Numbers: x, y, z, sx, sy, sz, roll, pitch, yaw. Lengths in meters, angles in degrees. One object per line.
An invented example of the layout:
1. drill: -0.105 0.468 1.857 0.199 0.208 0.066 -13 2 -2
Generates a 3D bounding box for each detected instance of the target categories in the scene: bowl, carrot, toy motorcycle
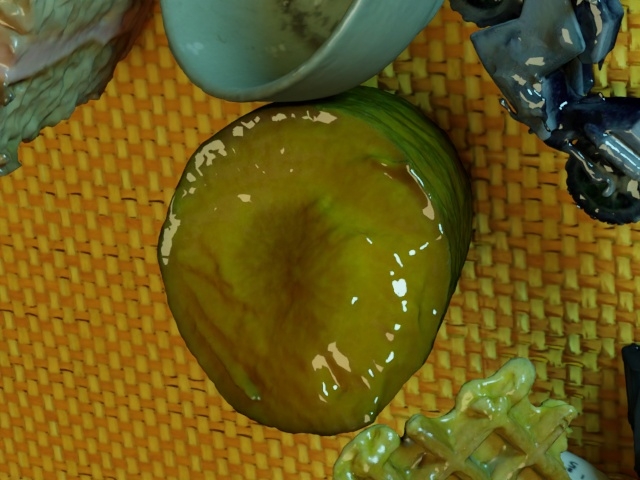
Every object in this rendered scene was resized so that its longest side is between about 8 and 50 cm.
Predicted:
1. bowl: 0.013 -0.232 1.268 0.289 0.146 0.289 -18 66 47
2. carrot: 0.000 0.000 1.328 0.242 0.340 0.241 3 103 12
3. toy motorcycle: 0.206 -0.146 1.268 0.159 0.106 0.270 -33 93 40

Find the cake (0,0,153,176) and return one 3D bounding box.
1. cake: -0.291 -0.277 1.342 0.314 0.293 0.306 26 117 8

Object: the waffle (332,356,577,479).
1. waffle: 0.130 0.244 1.240 0.282 0.058 0.300 -22 114 -6

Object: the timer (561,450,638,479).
1. timer: 0.169 0.294 1.414 0.233 0.240 0.233 11 117 21

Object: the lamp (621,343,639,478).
1. lamp: 0.340 0.159 1.309 0.227 0.172 0.147 1 115 24
